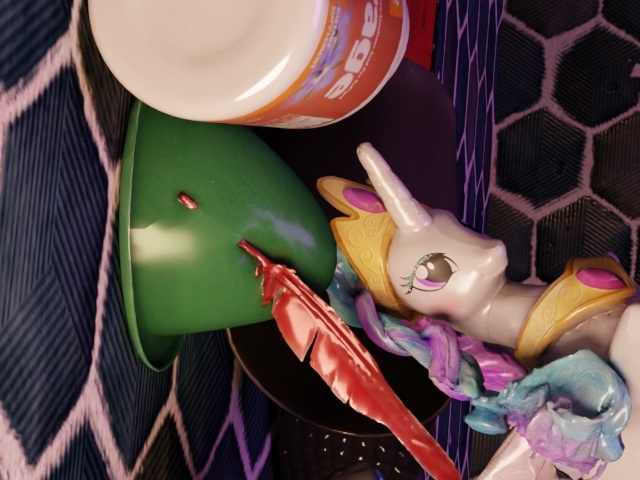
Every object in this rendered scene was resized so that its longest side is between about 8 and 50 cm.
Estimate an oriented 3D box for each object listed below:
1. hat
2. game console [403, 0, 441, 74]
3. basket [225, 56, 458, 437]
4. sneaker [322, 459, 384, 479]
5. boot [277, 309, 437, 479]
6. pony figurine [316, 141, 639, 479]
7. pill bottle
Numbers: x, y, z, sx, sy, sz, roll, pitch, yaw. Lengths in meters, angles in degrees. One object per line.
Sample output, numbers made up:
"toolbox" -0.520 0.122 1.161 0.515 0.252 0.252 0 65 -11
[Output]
"hat" 0.000 0.000 1.017 0.173 0.184 0.208 -71 162 -53
"game console" 0.074 -0.219 1.856 0.124 0.085 0.144 22 68 -46
"basket" 0.027 -0.013 1.285 0.227 0.154 0.204 -81 157 -46
"sneaker" -0.041 0.218 1.108 0.125 0.140 0.341 64 -17 17
"boot" 0.031 0.141 1.502 0.222 0.118 0.338 -77 179 -55
"pony figurine" 0.178 0.104 1.081 0.303 0.363 0.351 -53 145 -32
"pill bottle" -0.024 -0.119 0.954 0.216 0.121 0.121 -7 101 -72
